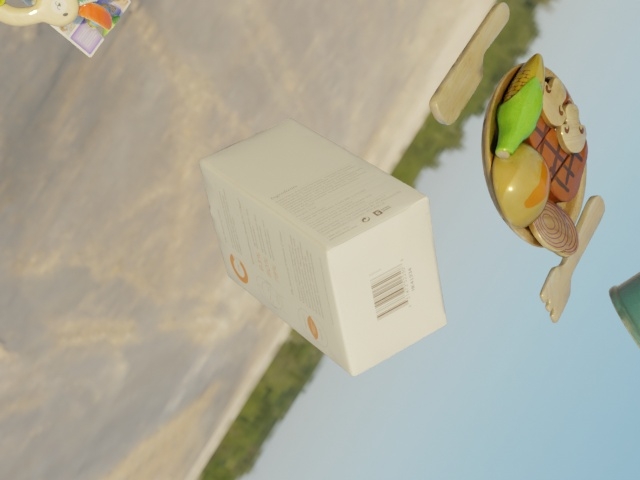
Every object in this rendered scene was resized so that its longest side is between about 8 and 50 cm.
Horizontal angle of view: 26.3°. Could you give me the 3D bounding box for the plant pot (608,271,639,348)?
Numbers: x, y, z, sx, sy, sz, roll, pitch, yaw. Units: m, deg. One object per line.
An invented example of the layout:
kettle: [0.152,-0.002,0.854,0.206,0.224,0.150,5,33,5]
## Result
plant pot: [0.550,0.095,1.730,0.255,0.271,0.271,-38,-176,15]

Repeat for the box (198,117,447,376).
box: [0.000,0.000,1.936,0.168,0.345,0.215,-27,126,-23]

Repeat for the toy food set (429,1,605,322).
toy food set: [0.149,-0.054,0.899,0.039,0.192,0.132,-4,-139,40]

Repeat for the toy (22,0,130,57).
toy: [-0.406,-0.413,2.134,0.056,0.237,0.137,-18,-144,50]

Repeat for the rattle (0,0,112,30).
rattle: [-0.365,-0.333,1.824,0.130,0.200,0.143,-64,-167,-9]
